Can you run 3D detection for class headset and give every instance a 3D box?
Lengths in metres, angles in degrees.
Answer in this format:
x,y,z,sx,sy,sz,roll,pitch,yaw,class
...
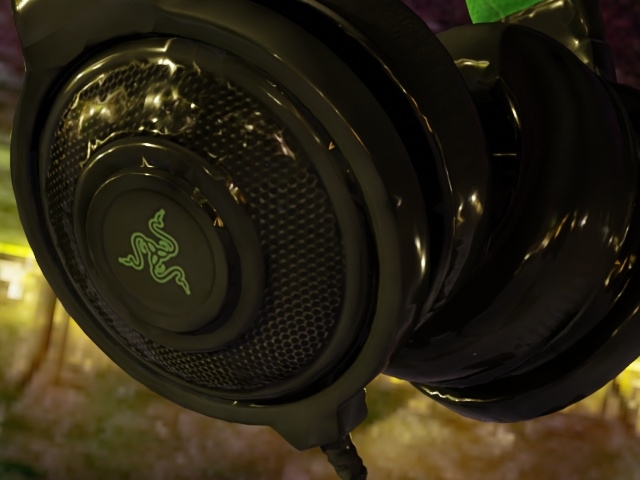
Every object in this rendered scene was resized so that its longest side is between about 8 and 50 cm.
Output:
x,y,z,sx,sy,sz,roll,pitch,yaw,class
0.000,0.000,0.561,0.185,0.394,0.243,-20,164,38,headset
